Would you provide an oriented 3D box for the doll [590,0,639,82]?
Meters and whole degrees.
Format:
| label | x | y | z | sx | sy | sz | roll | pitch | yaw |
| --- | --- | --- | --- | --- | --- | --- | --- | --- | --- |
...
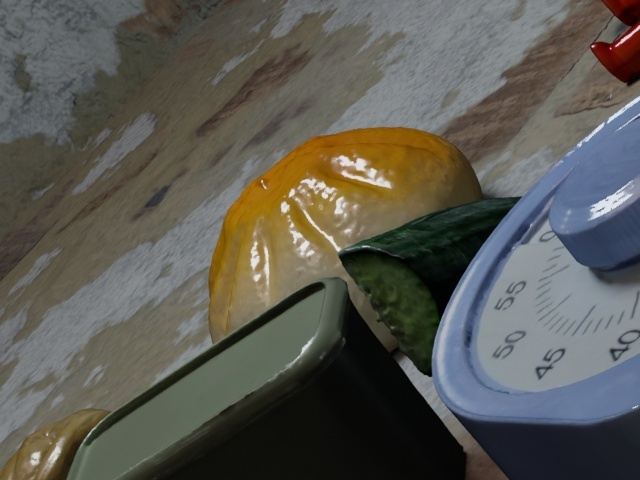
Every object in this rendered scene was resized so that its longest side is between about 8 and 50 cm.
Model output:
| label | x | y | z | sx | sy | sz | roll | pitch | yaw |
| --- | --- | --- | --- | --- | --- | --- | --- | --- | --- |
| doll | 0.408 | -0.296 | 1.667 | 0.384 | 0.099 | 0.188 | -37 | 18 | 26 |

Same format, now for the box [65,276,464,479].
| label | x | y | z | sx | sy | sz | roll | pitch | yaw |
| --- | --- | --- | --- | --- | --- | --- | --- | --- | --- |
| box | -0.042 | 0.174 | 1.363 | 0.274 | 0.178 | 0.138 | -34 | 19 | 23 |

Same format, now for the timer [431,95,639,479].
| label | x | y | z | sx | sy | sz | roll | pitch | yaw |
| --- | --- | --- | --- | --- | --- | --- | --- | --- | --- |
| timer | 0.230 | 0.014 | 1.186 | 0.395 | 0.173 | 0.395 | -37 | 19 | 16 |

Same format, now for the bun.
| label | x | y | z | sx | sy | sz | roll | pitch | yaw |
| --- | --- | --- | --- | --- | --- | --- | --- | --- | --- |
| bun | 0.000 | 0.000 | 1.703 | 0.299 | 0.165 | 0.299 | -37 | 17 | 13 |

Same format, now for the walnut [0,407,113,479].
| label | x | y | z | sx | sy | sz | roll | pitch | yaw |
| --- | --- | --- | --- | --- | --- | --- | --- | --- | --- |
| walnut | -0.217 | 0.231 | 1.668 | 0.167 | 0.149 | 0.166 | -7 | 40 | 6 |

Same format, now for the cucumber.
| label | x | y | z | sx | sy | sz | roll | pitch | yaw |
| --- | --- | --- | --- | --- | --- | --- | --- | --- | --- |
| cucumber | 0.134 | 0.013 | 1.400 | 0.244 | 0.115 | 0.063 | -24 | -7 | -45 |
